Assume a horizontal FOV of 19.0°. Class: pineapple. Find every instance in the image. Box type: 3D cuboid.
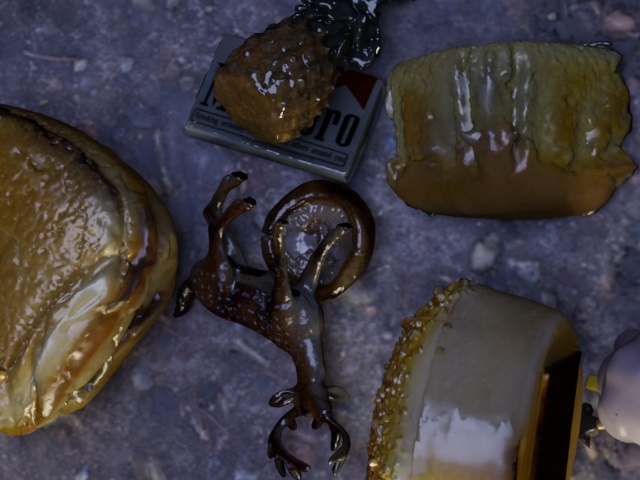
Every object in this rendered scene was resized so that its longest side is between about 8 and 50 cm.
[{"bbox_3d":[0.002,-0.205,1.881,0.237,0.111,0.119,-45,107,-20],"label":"pineapple"}]

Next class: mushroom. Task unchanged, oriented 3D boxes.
[{"bbox_3d":[0.000,0.000,1.919,0.123,0.052,0.123,1,91,23],"label":"mushroom"}]

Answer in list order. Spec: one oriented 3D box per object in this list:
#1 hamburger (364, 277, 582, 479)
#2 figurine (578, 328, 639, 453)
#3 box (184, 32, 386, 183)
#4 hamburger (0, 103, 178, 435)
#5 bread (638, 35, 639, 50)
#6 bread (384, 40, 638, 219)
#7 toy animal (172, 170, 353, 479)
[{"bbox_3d":[0.133,0.180,1.758,0.170,0.302,0.302,9,89,20],"label":"hamburger"},{"bbox_3d":[0.341,0.125,1.807,0.229,0.112,0.137,-37,65,4],"label":"figurine"},{"bbox_3d":[-0.036,-0.133,1.929,0.177,0.036,0.115,18,70,13],"label":"box"},{"bbox_3d":[-0.302,0.026,1.925,0.284,0.174,0.304,41,96,14],"label":"hamburger"},{"bbox_3d":[0.418,-0.237,1.786,0.260,0.158,0.156,-27,78,7],"label":"bread"},{"bbox_3d":[0.176,-0.111,1.844,0.251,0.133,0.174,-1,85,14],"label":"bread"},{"bbox_3d":[-0.042,0.084,1.898,0.243,0.087,0.260,34,125,38],"label":"toy animal"}]
